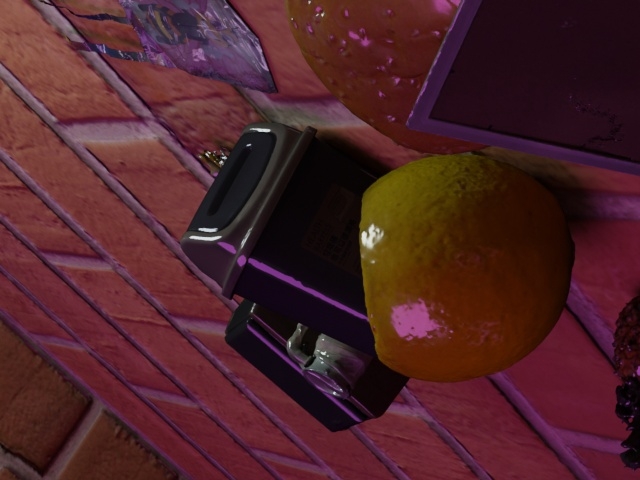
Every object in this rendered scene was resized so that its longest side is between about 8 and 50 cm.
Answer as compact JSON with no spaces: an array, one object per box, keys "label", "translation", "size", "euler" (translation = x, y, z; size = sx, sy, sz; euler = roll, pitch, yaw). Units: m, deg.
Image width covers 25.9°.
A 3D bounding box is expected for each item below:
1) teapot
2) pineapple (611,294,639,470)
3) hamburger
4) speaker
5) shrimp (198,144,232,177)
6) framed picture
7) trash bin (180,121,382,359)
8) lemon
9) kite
[{"label":"teapot","translation":[0.039,0.097,1.789],"size":[0.107,0.200,0.077],"euler":[29,157,5]},{"label":"pineapple","translation":[0.356,0.156,1.494],"size":[0.108,0.198,0.108],"euler":[14,156,6]},{"label":"hamburger","translation":[0.116,-0.181,1.173],"size":[0.283,0.144,0.259],"euler":[-18,126,45]},{"label":"speaker","translation":[0.013,0.122,1.899],"size":[0.231,0.192,0.153],"euler":[40,158,-5]},{"label":"shrimp","translation":[-0.078,-0.027,1.807],"size":[0.236,0.133,0.053],"euler":[40,-168,1]},{"label":"framed picture","translation":[0.226,-0.140,1.065],"size":[0.273,0.016,0.216],"euler":[12,134,-14]},{"label":"trash bin","translation":[0.000,0.000,1.649],"size":[0.290,0.209,0.182],"euler":[28,157,-1]},{"label":"lemon","translation":[0.157,0.026,1.453],"size":[0.219,0.240,0.240],"euler":[-8,146,8]},{"label":"kite","translation":[-0.211,-0.256,1.649],"size":[0.360,0.022,0.204],"euler":[13,149,39]}]
